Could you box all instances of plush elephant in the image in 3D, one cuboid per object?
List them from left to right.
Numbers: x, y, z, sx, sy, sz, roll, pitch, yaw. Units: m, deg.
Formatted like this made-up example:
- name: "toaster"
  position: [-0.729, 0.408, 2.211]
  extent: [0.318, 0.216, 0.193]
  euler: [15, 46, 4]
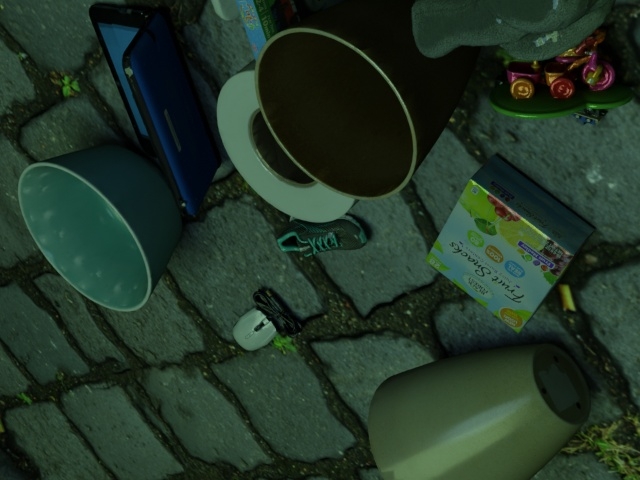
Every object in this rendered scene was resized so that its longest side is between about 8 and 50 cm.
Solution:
- name: "plush elephant"
  position: [0.274, -0.332, 1.412]
  extent: [0.330, 0.255, 0.272]
  euler: [19, 127, 45]

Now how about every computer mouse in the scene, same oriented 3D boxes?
- name: "computer mouse"
  position: [-0.110, 0.158, 2.433]
  extent: [0.106, 0.042, 0.193]
  euler: [46, 145, -1]

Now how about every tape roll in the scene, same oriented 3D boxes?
- name: "tape roll"
  position: [0.000, -0.170, 1.892]
  extent: [0.246, 0.169, 0.246]
  euler: [26, 140, 25]

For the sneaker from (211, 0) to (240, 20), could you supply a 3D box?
- name: "sneaker"
  position: [-0.144, -0.415, 1.899]
  extent: [0.094, 0.080, 0.212]
  euler: [30, 136, 41]

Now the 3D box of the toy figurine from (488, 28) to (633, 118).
- name: "toy figurine"
  position: [0.281, -0.240, 1.604]
  extent: [0.173, 0.130, 0.159]
  euler: [3, 119, 17]

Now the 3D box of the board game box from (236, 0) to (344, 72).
- name: "board game box"
  position: [-0.019, -0.332, 1.716]
  extent: [0.039, 0.211, 0.160]
  euler: [14, 134, 42]

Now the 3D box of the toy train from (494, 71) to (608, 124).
- name: "toy train"
  position: [0.289, -0.175, 1.713]
  extent: [0.158, 0.027, 0.036]
  euler: [21, 141, 32]

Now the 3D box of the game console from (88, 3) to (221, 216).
- name: "game console"
  position: [-0.287, -0.207, 2.161]
  extent: [0.173, 0.250, 0.293]
  euler: [-8, 122, 18]

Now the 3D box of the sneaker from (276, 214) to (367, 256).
- name: "sneaker"
  position: [0.000, 0.000, 2.138]
  extent: [0.166, 0.076, 0.065]
  euler: [4, 128, 44]

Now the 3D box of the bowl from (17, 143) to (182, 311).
- name: "bowl"
  position: [-0.365, -0.047, 2.394]
  extent: [0.311, 0.163, 0.311]
  euler: [27, 141, 25]

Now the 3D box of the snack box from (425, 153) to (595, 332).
- name: "snack box"
  position: [0.258, 0.008, 1.886]
  extent: [0.174, 0.070, 0.207]
  euler: [38, 146, 11]

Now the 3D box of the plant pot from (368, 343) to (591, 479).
- name: "plant pot"
  position: [0.256, 0.266, 2.019]
  extent: [0.274, 0.256, 0.256]
  euler: [-33, 98, 38]

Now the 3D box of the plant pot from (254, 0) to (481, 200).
- name: "plant pot"
  position: [0.089, -0.214, 1.684]
  extent: [0.237, 0.254, 0.237]
  euler: [27, 139, 26]
